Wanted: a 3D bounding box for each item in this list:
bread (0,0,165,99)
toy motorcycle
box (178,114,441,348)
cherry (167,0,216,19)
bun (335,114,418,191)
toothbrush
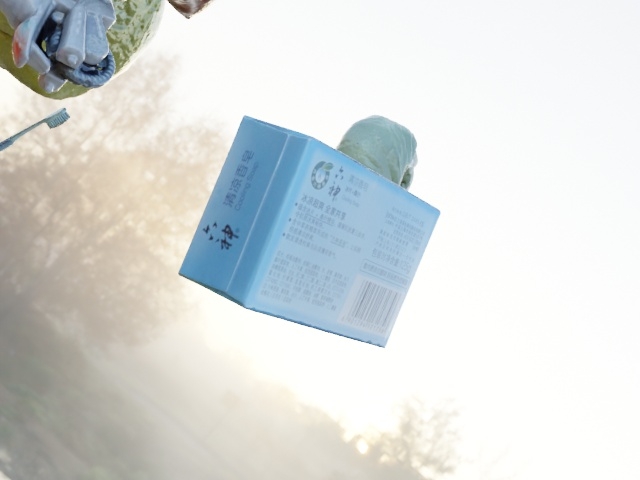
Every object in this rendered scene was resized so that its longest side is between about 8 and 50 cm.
[{"bbox_3d":[-0.336,-0.320,1.292,0.148,0.270,0.270,43,-10,28],"label":"bread"},{"bbox_3d":[-0.301,-0.274,1.003,0.171,0.110,0.260,4,61,-41],"label":"toy motorcycle"},{"bbox_3d":[0.000,0.000,0.840,0.083,0.142,0.232,23,0,37],"label":"box"},{"bbox_3d":[-0.136,-0.348,0.993,0.192,0.175,0.249,-106,-163,-55],"label":"cherry"},{"bbox_3d":[0.094,-0.112,1.653,0.118,0.195,0.195,29,-16,23],"label":"bun"},{"bbox_3d":[-0.448,-0.127,1.348,0.019,0.219,0.016,61,0,-32],"label":"toothbrush"}]
